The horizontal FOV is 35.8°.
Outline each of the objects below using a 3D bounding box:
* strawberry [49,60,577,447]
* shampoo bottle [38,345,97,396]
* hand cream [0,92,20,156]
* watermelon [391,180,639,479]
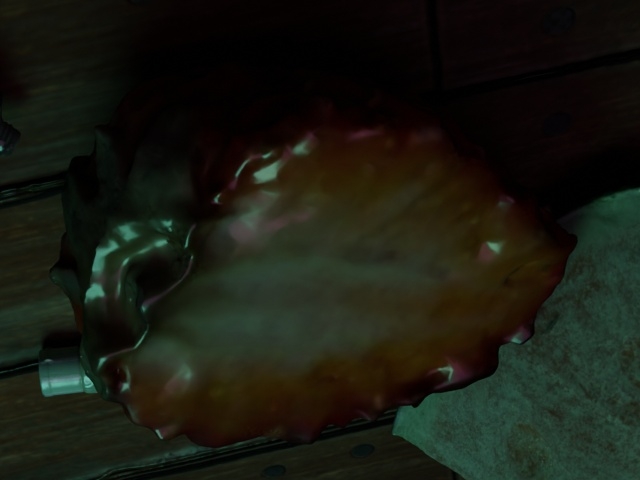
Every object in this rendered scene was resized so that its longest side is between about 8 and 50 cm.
[{"bbox_3d":[0.000,0.000,0.635,0.336,0.149,0.265,6,124,-31],"label":"strawberry"},{"bbox_3d":[-0.114,0.091,0.749,0.191,0.041,0.069,-6,139,-9],"label":"shampoo bottle"},{"bbox_3d":[-0.272,-0.100,0.538,0.224,0.048,0.083,27,121,-26],"label":"hand cream"},{"bbox_3d":[0.226,0.146,0.759,0.283,0.292,0.250,26,151,-28],"label":"watermelon"}]
